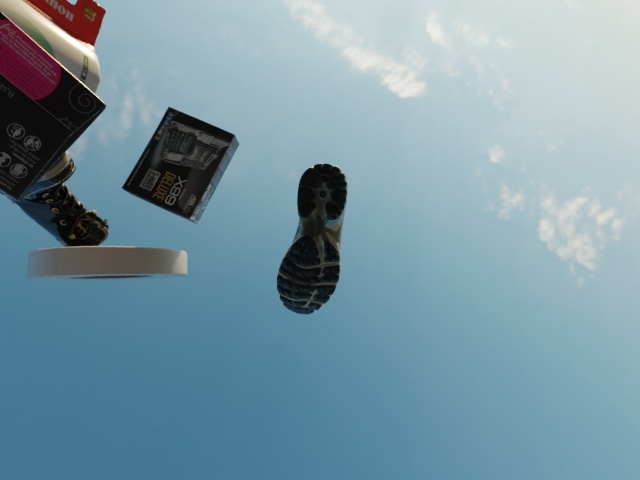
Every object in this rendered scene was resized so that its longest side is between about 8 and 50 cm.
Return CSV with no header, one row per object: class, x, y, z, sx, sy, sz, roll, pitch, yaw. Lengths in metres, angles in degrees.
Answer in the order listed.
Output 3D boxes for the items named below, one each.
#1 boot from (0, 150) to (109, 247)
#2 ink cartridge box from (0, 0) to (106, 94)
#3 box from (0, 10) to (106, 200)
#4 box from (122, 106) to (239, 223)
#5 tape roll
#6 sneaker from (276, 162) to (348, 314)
boot,-0.652,-0.097,1.053,0.284,0.377,0.138,58,-135,-39
ink cartridge box,-0.431,-0.332,0.666,0.181,0.056,0.224,33,-110,-64
box,-0.415,-0.188,0.474,0.163,0.142,0.247,-54,-49,-12
box,-0.437,-0.238,1.330,0.242,0.076,0.307,25,-100,7
tape roll,-0.565,0.068,1.139,0.392,0.392,0.072,1,-97,-31
sneaker,0.000,0.000,0.782,0.110,0.122,0.283,16,-80,6
